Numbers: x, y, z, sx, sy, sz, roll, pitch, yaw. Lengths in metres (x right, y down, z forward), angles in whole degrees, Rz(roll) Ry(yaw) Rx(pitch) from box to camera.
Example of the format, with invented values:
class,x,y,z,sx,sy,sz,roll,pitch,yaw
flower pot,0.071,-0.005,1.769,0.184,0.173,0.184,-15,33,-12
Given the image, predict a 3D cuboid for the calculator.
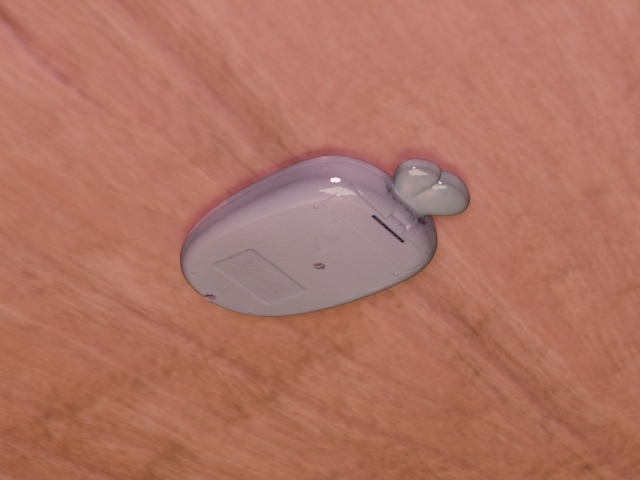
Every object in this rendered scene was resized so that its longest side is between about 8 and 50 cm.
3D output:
class,x,y,z,sx,sy,sz,roll,pitch,yaw
calculator,0.000,0.000,1.096,0.295,0.042,0.184,-24,136,30
